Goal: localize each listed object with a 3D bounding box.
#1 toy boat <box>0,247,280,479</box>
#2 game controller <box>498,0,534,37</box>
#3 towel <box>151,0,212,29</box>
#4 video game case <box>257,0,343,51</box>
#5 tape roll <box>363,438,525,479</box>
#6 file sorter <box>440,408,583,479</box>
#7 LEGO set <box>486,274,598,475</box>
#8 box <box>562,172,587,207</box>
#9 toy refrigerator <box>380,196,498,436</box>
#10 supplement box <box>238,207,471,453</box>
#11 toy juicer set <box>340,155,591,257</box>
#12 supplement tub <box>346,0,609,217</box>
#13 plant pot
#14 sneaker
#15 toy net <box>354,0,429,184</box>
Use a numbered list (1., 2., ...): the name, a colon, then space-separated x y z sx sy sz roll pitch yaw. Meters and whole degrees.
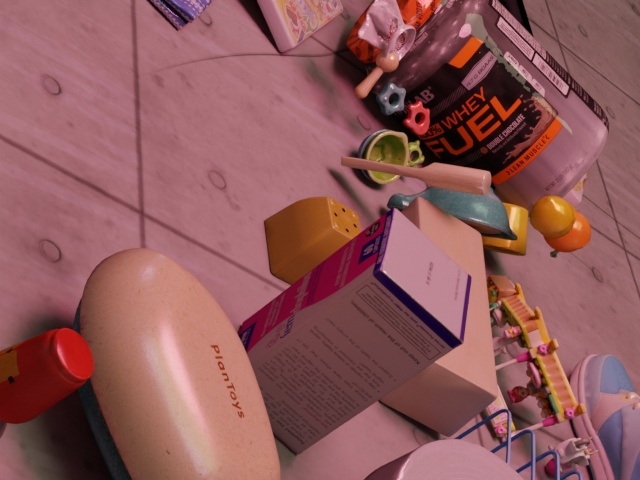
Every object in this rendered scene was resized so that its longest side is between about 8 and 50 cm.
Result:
1. toy boat: -0.174 0.129 1.266 0.318 0.148 0.267 15 50 -58
2. game controller: 0.240 -0.300 2.225 0.166 0.067 0.319 23 -23 33
3. towel: -0.190 -0.408 1.917 0.243 0.040 0.336 46 30 -11
4. video game case: -0.053 -0.375 2.024 0.227 0.026 0.206 66 26 -13
5. tape roll: 0.128 0.305 1.495 0.219 0.072 0.219 20 55 -31
6. file sorter: 0.217 0.281 1.673 0.170 0.104 0.118 41 30 -19
7. LEGO set: 0.228 0.150 1.879 0.132 0.107 0.287 72 -5 -57
8. box: 0.374 -0.132 2.398 0.067 0.063 0.324 48 29 -11
9. toy refrigerator: 0.126 0.085 1.775 0.102 0.094 0.269 30 35 -24
10. supplement box: 0.025 0.089 1.489 0.114 0.220 0.111 41 30 -17
11. toy juicer set: 0.199 -0.025 1.911 0.329 0.209 0.089 18 83 -44
12. supplement tub: 0.208 -0.204 2.091 0.338 0.207 0.207 42 30 -17
13. plant pot: 0.000 0.000 1.692 0.081 0.083 0.081 30 36 -36
14. sneaker: 0.431 0.238 1.921 0.127 0.208 0.319 26 38 -35
15. toy net: 0.099 -0.189 1.943 0.122 0.232 0.045 -7 17 -33
